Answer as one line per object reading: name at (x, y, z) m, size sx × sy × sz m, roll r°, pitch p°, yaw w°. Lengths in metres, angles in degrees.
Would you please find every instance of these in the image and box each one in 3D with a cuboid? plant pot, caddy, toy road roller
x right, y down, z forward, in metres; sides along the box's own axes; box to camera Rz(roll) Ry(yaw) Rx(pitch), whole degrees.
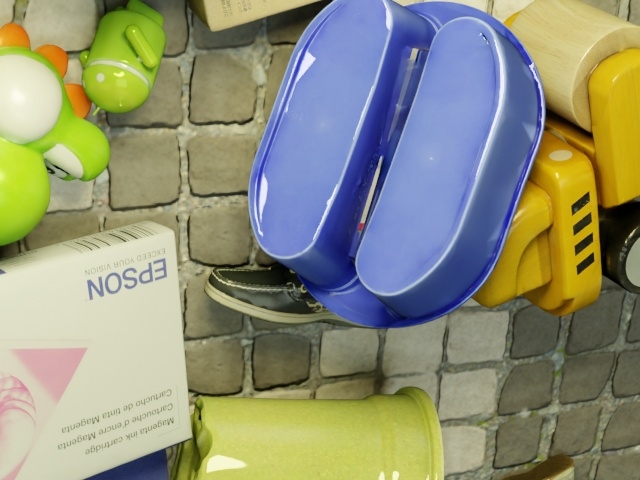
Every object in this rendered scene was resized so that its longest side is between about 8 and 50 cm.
plant pot at (-0.031, 0.281, 1.474) m, size 0.254 × 0.276 × 0.276 m, roll 11°, pitch 111°, yaw -13°
caddy at (0.079, -0.082, 1.304) m, size 0.341 × 0.241 × 0.179 m, roll -70°, pitch 159°, yaw 0°
toy road roller at (0.232, -0.070, 1.397) m, size 0.241 × 0.202 × 0.329 m, roll -22°, pitch 122°, yaw -18°

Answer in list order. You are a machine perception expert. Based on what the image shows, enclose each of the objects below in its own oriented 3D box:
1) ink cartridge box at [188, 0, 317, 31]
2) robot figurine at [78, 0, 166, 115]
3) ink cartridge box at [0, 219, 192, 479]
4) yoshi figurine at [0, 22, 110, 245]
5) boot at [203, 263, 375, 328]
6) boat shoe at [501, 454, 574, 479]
ink cartridge box at (-0.050, -0.337, 1.230) m, size 0.193 × 0.088 × 0.234 m, roll -19°, pitch 120°, yaw -14°
robot figurine at (-0.186, -0.171, 1.253) m, size 0.067 × 0.101 × 0.115 m, roll 31°, pitch 61°, yaw -34°
ink cartridge box at (-0.280, 0.174, 1.321) m, size 0.324 × 0.071 × 0.330 m, roll -18°, pitch 111°, yaw -37°
yoshi figurine at (-0.353, -0.119, 1.167) m, size 0.362 × 0.203 × 0.203 m, roll 35°, pitch 107°, yaw -34°
boot at (0.000, -0.001, 1.430) m, size 0.237 × 0.085 × 0.178 m, roll 7°, pitch 108°, yaw -25°
boat shoe at (0.275, 0.329, 1.722) m, size 0.135 × 0.050 × 0.045 m, roll -22°, pitch 116°, yaw -10°
